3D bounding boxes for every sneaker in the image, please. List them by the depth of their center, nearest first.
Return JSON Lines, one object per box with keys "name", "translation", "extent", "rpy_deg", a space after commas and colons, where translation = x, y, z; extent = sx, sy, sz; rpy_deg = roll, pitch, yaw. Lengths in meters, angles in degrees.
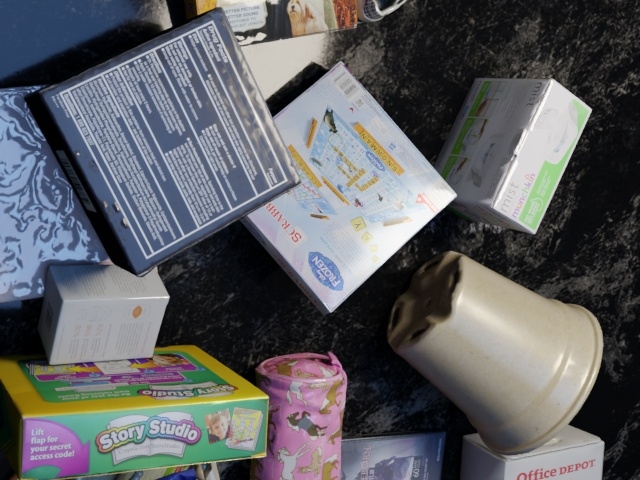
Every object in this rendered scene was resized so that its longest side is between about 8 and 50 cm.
{"name": "sneaker", "translation": [0.151, -0.472, 1.675], "extent": [0.235, 0.094, 0.090], "rpy_deg": [-47, 116, -15]}

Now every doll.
{"name": "doll", "translation": [-0.283, 0.432, 1.551], "extent": [0.188, 0.046, 0.129], "rpy_deg": [-22, 119, -18]}

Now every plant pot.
{"name": "plant pot", "translation": [0.307, 0.192, 1.782], "extent": [0.305, 0.334, 0.334], "rpy_deg": [34, 82, -18]}

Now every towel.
{"name": "towel", "translation": [-0.419, -0.077, 1.457], "extent": [0.316, 0.053, 0.332], "rpy_deg": [-9, 103, -27]}

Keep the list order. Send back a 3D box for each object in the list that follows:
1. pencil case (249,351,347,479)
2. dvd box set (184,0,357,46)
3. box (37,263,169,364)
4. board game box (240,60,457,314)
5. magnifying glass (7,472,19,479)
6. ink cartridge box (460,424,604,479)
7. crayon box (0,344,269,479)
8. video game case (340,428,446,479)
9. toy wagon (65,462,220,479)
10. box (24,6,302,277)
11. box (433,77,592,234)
{"name": "pencil case", "translation": [-0.038, 0.398, 1.697], "extent": [0.167, 0.160, 0.386], "rpy_deg": [-11, 105, -50]}
{"name": "dvd box set", "translation": [-0.089, -0.539, 1.515], "extent": [0.307, 0.062, 0.421], "rpy_deg": [-15, 114, -27]}
{"name": "box", "translation": [-0.343, 0.114, 1.464], "extent": [0.170, 0.091, 0.130], "rpy_deg": [0, 125, -32]}
{"name": "board game box", "translation": [0.020, -0.093, 1.621], "extent": [0.318, 0.066, 0.319], "rpy_deg": [-41, 91, -16]}
{"name": "magnifying glass", "translation": [-0.526, 0.431, 1.508], "extent": [0.231, 0.026, 0.092], "rpy_deg": [-49, 118, -13]}
{"name": "ink cartridge box", "translation": [0.446, 0.602, 1.999], "extent": [0.279, 0.160, 0.385], "rpy_deg": [-3, 101, -29]}
{"name": "crayon box", "translation": [-0.307, 0.254, 1.430], "extent": [0.362, 0.313, 0.106], "rpy_deg": [0, 99, -29]}
{"name": "video game case", "translation": [0.128, 0.486, 1.881], "extent": [0.274, 0.026, 0.196], "rpy_deg": [2, 98, -30]}
{"name": "toy wagon", "translation": [-0.278, 0.461, 1.628], "extent": [0.344, 0.068, 0.267], "rpy_deg": [34, 83, -30]}
{"name": "box", "translation": [-0.235, -0.148, 1.402], "extent": [0.294, 0.182, 0.296], "rpy_deg": [-30, 107, -19]}
{"name": "box", "translation": [0.346, -0.168, 1.761], "extent": [0.126, 0.231, 0.262], "rpy_deg": [28, 84, -30]}
